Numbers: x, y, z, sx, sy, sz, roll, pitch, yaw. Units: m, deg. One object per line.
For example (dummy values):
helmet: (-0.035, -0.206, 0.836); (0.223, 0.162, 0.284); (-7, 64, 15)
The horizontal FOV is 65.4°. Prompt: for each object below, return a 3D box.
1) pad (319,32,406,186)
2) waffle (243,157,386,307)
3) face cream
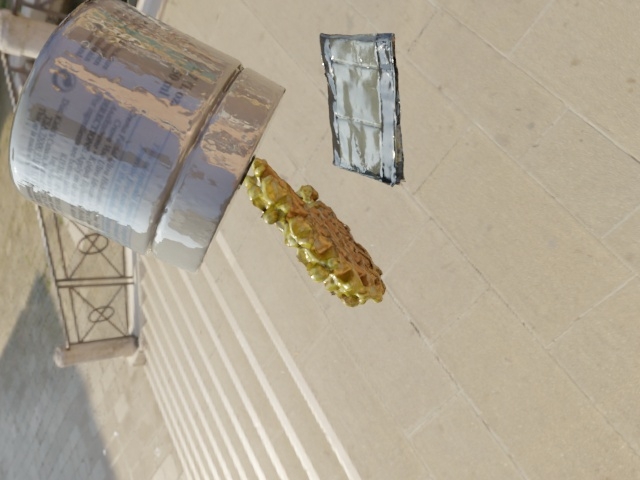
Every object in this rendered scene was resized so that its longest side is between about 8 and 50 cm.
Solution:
pad: (0.065, -0.211, 0.803); (0.174, 0.022, 0.233); (26, 134, 48)
waffle: (0.000, 0.000, 0.776); (0.069, 0.293, 0.259); (-41, 73, 12)
face cream: (-0.132, -0.081, 0.409); (0.177, 0.153, 0.177); (-59, 11, 19)
